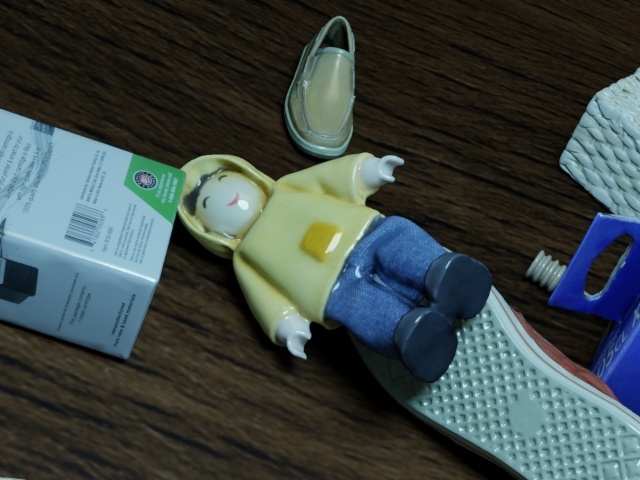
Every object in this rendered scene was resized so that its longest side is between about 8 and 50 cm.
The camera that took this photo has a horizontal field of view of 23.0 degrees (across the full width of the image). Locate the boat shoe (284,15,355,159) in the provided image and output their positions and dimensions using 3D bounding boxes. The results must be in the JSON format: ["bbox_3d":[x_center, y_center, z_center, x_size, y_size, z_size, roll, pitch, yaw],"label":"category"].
[{"bbox_3d":[0.005,-0.155,1.516,0.068,0.072,0.190,15,37,-14],"label":"boat shoe"}]

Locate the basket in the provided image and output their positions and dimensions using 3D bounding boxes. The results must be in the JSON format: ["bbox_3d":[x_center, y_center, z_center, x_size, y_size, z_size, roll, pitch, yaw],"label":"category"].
[{"bbox_3d":[0.338,-0.078,1.586,0.103,0.113,0.167,-21,56,-40],"label":"basket"}]

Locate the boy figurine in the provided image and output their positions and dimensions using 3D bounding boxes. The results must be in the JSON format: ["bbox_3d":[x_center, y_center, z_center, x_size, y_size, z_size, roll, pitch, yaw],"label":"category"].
[{"bbox_3d":[0.000,0.000,1.249,0.285,0.177,0.092,30,-4,34],"label":"boy figurine"}]

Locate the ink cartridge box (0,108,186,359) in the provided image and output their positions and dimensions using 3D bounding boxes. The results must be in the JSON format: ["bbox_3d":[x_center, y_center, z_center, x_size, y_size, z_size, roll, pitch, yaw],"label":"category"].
[{"bbox_3d":[-0.221,-0.015,1.194,0.208,0.087,0.153,19,36,-8],"label":"ink cartridge box"}]

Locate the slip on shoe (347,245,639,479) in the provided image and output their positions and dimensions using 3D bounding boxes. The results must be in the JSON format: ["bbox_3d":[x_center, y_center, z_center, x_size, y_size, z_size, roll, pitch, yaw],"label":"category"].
[{"bbox_3d":[0.144,0.111,1.249,0.331,0.123,0.101,38,7,24],"label":"slip on shoe"}]

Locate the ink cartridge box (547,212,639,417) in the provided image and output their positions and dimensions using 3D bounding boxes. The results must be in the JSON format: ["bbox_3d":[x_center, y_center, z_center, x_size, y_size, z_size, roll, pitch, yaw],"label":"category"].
[{"bbox_3d":[0.386,0.088,1.266,0.395,0.270,0.151,28,34,5],"label":"ink cartridge box"}]

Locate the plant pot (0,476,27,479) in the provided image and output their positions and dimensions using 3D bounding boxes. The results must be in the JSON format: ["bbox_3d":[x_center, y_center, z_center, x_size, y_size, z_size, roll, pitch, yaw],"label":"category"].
[{"bbox_3d":[-0.187,0.242,0.939,0.236,0.032,0.236,16,36,-12],"label":"plant pot"}]

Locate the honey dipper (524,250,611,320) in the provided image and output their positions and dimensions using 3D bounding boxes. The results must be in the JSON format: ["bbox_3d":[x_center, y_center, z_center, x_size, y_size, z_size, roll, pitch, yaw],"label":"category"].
[{"bbox_3d":[0.261,0.064,1.429,0.160,0.030,0.030,33,36,8],"label":"honey dipper"}]
